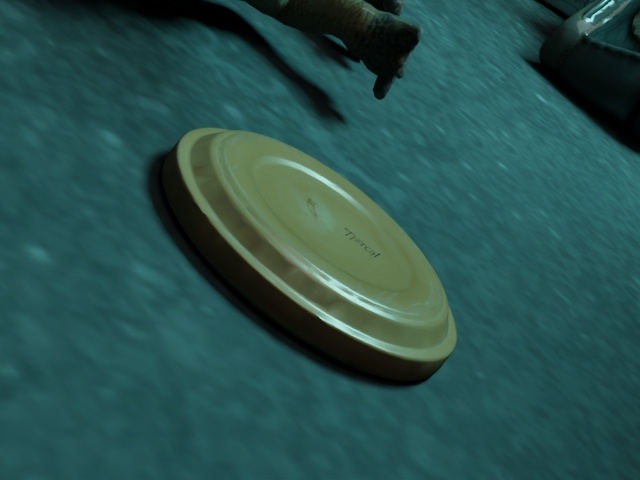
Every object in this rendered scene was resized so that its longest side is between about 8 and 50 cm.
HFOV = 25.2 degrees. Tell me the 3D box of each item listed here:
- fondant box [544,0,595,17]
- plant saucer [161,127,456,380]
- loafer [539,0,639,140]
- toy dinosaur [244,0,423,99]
[{"bbox_3d":[0.107,-0.272,0.989,0.330,0.096,0.238,25,24,-34],"label":"fondant box"},{"bbox_3d":[0.000,0.000,0.346,0.083,0.013,0.083,33,21,-15],"label":"plant saucer"},{"bbox_3d":[0.197,-0.155,0.827,0.084,0.096,0.267,26,40,6],"label":"loafer"},{"bbox_3d":[-0.039,-0.150,0.457,0.200,0.127,0.295,27,16,-11],"label":"toy dinosaur"}]
